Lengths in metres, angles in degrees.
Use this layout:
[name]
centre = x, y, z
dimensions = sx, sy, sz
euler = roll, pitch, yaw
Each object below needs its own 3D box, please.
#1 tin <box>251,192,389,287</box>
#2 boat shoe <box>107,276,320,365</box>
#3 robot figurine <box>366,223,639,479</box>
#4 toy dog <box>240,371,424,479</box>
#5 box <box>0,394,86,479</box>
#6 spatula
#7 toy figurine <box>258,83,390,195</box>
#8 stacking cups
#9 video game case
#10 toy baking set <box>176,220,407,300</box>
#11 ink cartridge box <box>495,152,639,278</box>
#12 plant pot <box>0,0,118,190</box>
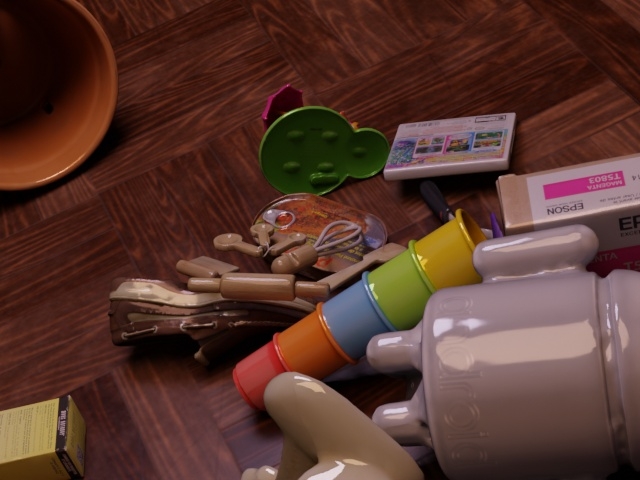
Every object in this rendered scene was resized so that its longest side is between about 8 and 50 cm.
[tin]
centre = 0.000, 0.000, 1.797
dimensions = 0.189, 0.040, 0.106
euler = 21, 51, 35
[boat shoe]
centre = -0.126, 0.102, 1.711
dimensions = 0.257, 0.095, 0.095
euler = 3, 79, 15
[robot figurine]
centre = 0.228, 0.137, 1.444
dimensions = 0.353, 0.200, 0.300
euler = -7, 82, 13
[toy dog]
centre = -0.044, 0.396, 1.253
dimensions = 0.395, 0.284, 0.408
euler = 39, 59, 5
[box]
centre = -0.387, 0.248, 1.653
dimensions = 0.232, 0.058, 0.087
euler = -14, 42, 5
[spatula]
centre = 0.170, -0.019, 1.712
dimensions = 0.030, 0.084, 0.296
euler = -17, 28, -13
[toy figurine]
centre = -0.010, -0.149, 1.919
dimensions = 0.173, 0.130, 0.159
euler = -1, 30, -13
[stacking cups]
centre = 0.049, 0.087, 1.599
dimensions = 0.316, 0.096, 0.096
euler = -33, 39, 17
[video game case]
centre = 0.167, -0.120, 1.852
dimensions = 0.157, 0.019, 0.143
euler = -5, 28, 15
[toy baking set]
centre = -0.036, 0.018, 1.693
dimensions = 0.256, 0.030, 0.197
euler = 3, 26, 14
[ink cartridge box]
centre = 0.319, 0.008, 1.554
dimensions = 0.234, 0.193, 0.088
euler = -10, 42, 10
[plant pot]
centre = -0.453, -0.235, 2.051
dimensions = 0.291, 0.291, 0.203
euler = -30, 27, -13
